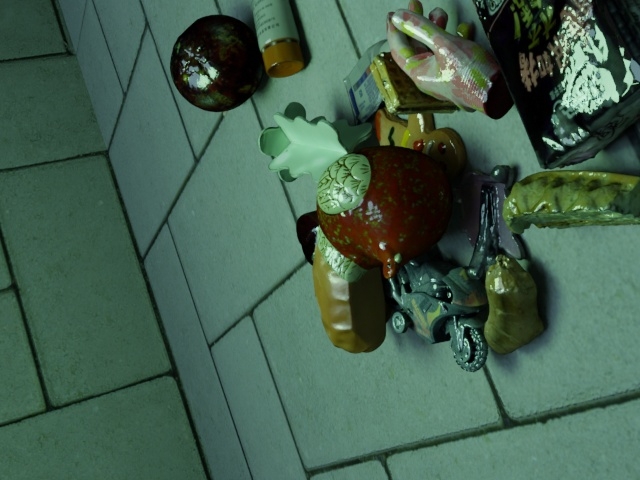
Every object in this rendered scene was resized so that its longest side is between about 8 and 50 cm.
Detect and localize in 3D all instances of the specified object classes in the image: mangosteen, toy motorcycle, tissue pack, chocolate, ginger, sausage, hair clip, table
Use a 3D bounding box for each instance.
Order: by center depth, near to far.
[{"bbox_3d":[0.315,-0.280,1.011,0.245,0.123,0.332,127,127,-63],"label":"tissue pack"},{"bbox_3d":[0.303,0.112,1.259,0.095,0.069,0.190,30,138,49],"label":"ginger"},{"bbox_3d":[0.270,-0.031,1.298,0.146,0.056,0.186,10,103,62],"label":"hair clip"},{"bbox_3d":[0.207,0.099,1.419,0.307,0.108,0.173,41,128,50],"label":"toy motorcycle"},{"bbox_3d":[0.056,0.106,1.511,0.136,0.120,0.241,8,112,56],"label":"sausage"},{"bbox_3d":[-0.001,-0.182,1.559,0.198,0.167,0.166,19,120,50],"label":"table"},{"bbox_3d":[0.000,0.000,1.780,0.125,0.080,0.148,-32,73,62],"label":"chocolate"},{"bbox_3d":[-0.237,-0.416,1.927,0.289,0.231,0.231,27,-138,-74],"label":"mangosteen"}]

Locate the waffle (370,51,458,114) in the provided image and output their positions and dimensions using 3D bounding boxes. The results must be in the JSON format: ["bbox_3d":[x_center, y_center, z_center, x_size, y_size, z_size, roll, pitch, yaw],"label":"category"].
[{"bbox_3d":[0.157,-0.254,1.283,0.042,0.148,0.102,-40,65,50],"label":"waffle"}]

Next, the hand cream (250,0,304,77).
[{"bbox_3d":[-0.115,-0.515,1.744,0.140,0.089,0.314,-29,73,61],"label":"hand cream"}]

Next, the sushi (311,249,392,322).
[{"bbox_3d":[0.060,0.074,1.633,0.149,0.140,0.287,15,115,51],"label":"sushi"}]

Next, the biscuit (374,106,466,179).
[{"bbox_3d":[0.170,-0.164,1.427,0.250,0.036,0.165,24,124,57],"label":"biscuit"}]

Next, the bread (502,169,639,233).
[{"bbox_3d":[0.346,-0.053,1.053,0.232,0.128,0.087,-1,86,61],"label":"bread"}]

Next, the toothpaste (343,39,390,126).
[{"bbox_3d":[0.103,-0.305,1.468,0.282,0.069,0.099,139,146,-70],"label":"toothpaste"}]

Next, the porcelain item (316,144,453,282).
[{"bbox_3d":[0.106,-0.032,1.329,0.253,0.253,0.252,37,134,51],"label":"porcelain item"}]

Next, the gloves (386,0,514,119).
[{"bbox_3d":[0.185,-0.279,1.216,0.241,0.145,0.126,35,124,33],"label":"gloves"}]
